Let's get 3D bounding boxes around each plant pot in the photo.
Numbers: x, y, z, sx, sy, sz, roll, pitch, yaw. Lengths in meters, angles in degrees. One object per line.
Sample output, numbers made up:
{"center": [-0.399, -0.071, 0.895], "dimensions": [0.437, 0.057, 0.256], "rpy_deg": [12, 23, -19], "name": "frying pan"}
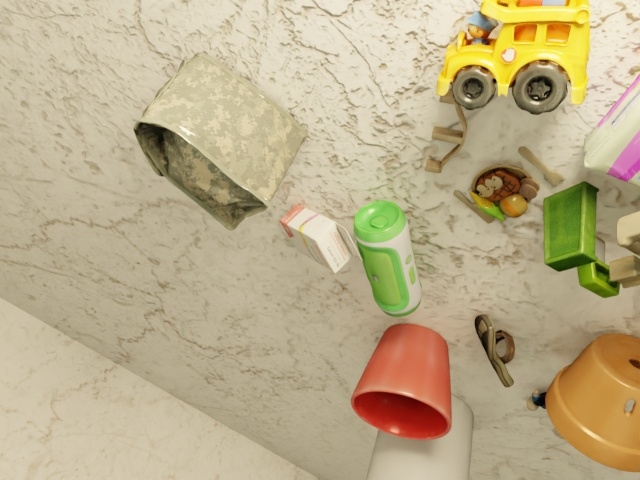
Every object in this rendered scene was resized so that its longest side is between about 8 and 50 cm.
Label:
{"center": [0.714, 0.360, 1.289], "dimensions": [0.290, 0.291, 0.204], "rpy_deg": [13, 123, 11], "name": "plant pot"}
{"center": [0.246, 0.387, 1.534], "dimensions": [0.274, 0.243, 0.275], "rpy_deg": [13, 141, 11], "name": "plant pot"}

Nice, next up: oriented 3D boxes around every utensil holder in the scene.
{"center": [0.325, 0.716, 1.761], "dimensions": [0.327, 0.386, 0.328], "rpy_deg": [13, 141, 11], "name": "utensil holder"}

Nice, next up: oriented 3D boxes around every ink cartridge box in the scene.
{"center": [0.000, 0.000, 1.275], "dimensions": [0.198, 0.067, 0.115], "rpy_deg": [27, 154, 50], "name": "ink cartridge box"}

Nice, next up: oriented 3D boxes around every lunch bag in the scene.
{"center": [-0.204, -0.204, 1.075], "dimensions": [0.287, 0.235, 0.168], "rpy_deg": [41, 140, -22], "name": "lunch bag"}

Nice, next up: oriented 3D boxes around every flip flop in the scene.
{"center": [0.477, 0.288, 1.438], "dimensions": [0.080, 0.112, 0.277], "rpy_deg": [-25, 123, 11], "name": "flip flop"}

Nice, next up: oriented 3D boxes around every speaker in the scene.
{"center": [0.163, 0.049, 1.283], "dimensions": [0.131, 0.131, 0.297], "rpy_deg": [2, 137, 23], "name": "speaker"}

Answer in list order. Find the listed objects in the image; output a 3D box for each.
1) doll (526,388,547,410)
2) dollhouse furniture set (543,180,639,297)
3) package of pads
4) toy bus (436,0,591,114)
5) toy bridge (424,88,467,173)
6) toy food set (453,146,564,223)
{"center": [0.672, 0.461, 1.577], "dimensions": [0.129, 0.046, 0.189], "rpy_deg": [23, 148, -16], "name": "doll"}
{"center": [0.583, -0.024, 0.964], "dimensions": [0.197, 0.151, 0.301], "rpy_deg": [25, 152, -21], "name": "dollhouse furniture set"}
{"center": [0.615, -0.166, 0.851], "dimensions": [0.296, 0.101, 0.229], "rpy_deg": [21, 142, 0], "name": "package of pads"}
{"center": [0.292, -0.312, 0.813], "dimensions": [0.220, 0.149, 0.212], "rpy_deg": [8, 126, 21], "name": "toy bus"}
{"center": [0.245, -0.200, 1.039], "dimensions": [0.063, 0.026, 0.188], "rpy_deg": [12, 140, 10], "name": "toy bridge"}
{"center": [0.369, -0.097, 1.089], "dimensions": [0.132, 0.039, 0.192], "rpy_deg": [35, 139, -15], "name": "toy food set"}
